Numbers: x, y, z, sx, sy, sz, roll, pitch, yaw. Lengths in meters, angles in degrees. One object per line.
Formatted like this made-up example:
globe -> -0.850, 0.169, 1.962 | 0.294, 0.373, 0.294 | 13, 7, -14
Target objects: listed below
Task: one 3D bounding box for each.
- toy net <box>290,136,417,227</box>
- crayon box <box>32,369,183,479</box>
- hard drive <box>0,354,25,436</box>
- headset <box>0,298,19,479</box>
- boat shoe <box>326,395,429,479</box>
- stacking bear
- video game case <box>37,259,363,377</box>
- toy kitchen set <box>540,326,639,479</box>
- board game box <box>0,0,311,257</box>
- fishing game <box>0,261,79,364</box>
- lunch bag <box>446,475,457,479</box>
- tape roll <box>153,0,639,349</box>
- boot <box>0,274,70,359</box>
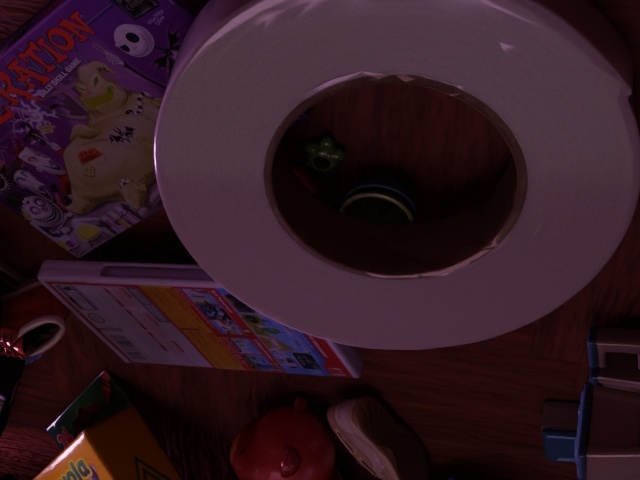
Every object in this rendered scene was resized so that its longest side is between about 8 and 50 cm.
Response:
toy net -> 0.000, 0.000, 1.214 | 0.122, 0.045, 0.232 | 23, 141, -9
crayon box -> -0.234, 0.335, 1.541 | 0.318, 0.081, 0.202 | 55, 136, 8
hard drive -> -0.521, 0.134, 1.505 | 0.339, 0.064, 0.237 | 26, 148, -6
headset -> -0.429, 0.112, 1.286 | 0.243, 0.185, 0.394 | -38, 86, 20
boat shoe -> 0.065, 0.232, 1.459 | 0.059, 0.063, 0.170 | -5, 134, 38
stacking bear -> -0.041, 0.309, 1.515 | 0.164, 0.175, 0.289 | 11, 133, 10
video game case -> -0.120, 0.081, 1.324 | 0.285, 0.025, 0.204 | 2, 150, 24
toy kitchen set -> 0.265, 0.196, 1.258 | 0.122, 0.166, 0.207 | 1, 138, 17
board game box -> -0.192, -0.113, 1.149 | 0.208, 0.056, 0.347 | 42, 135, -22
fishing game -> -0.403, 0.098, 1.475 | 0.189, 0.041, 0.264 | 38, 135, -27
lunch bag -> 0.120, 0.450, 1.526 | 0.293, 0.138, 0.221 | -37, 128, 13
tape roll -> 0.062, -0.067, 1.041 | 0.392, 0.072, 0.392 | 4, 132, 4
boot -> -0.334, 0.099, 1.370 | 0.158, 0.084, 0.059 | -28, 128, 11
